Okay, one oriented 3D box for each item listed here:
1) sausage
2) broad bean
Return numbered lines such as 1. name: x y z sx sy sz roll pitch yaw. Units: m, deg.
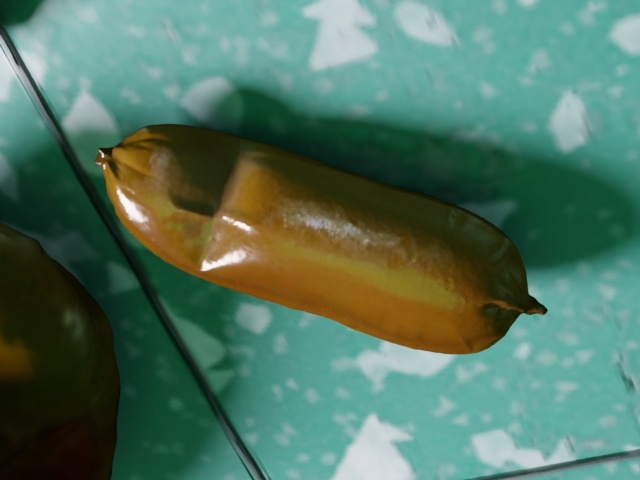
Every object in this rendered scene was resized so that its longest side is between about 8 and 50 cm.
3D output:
1. sausage: 0.000 0.000 0.522 0.183 0.054 0.062 16 94 5
2. broad bean: -0.168 0.087 0.581 0.156 0.122 0.228 19 129 -4
